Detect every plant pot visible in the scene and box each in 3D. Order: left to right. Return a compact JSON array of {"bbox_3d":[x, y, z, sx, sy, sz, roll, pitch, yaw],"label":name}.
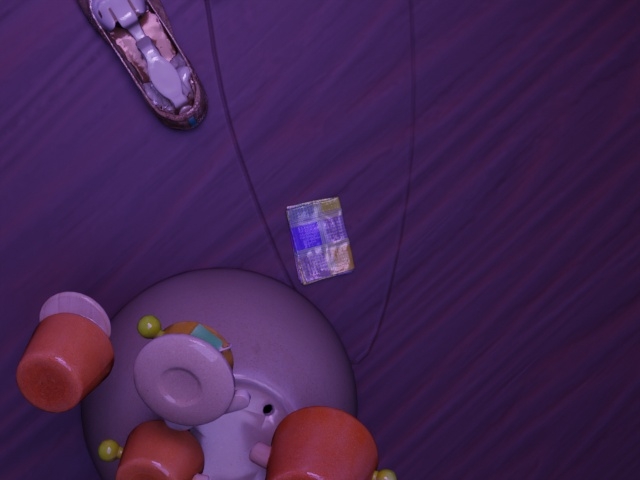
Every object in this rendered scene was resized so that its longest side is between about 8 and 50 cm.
[{"bbox_3d":[-0.092,0.175,1.315,0.284,0.191,0.284,0,94,-7],"label":"plant pot"}]

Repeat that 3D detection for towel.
[{"bbox_3d":[0.000,0.000,1.404,0.060,0.009,0.083,-12,96,-6],"label":"towel"}]

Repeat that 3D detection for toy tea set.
[{"bbox_3d":[-0.099,0.155,1.179,0.200,0.124,0.336,-36,103,26],"label":"toy tea set"}]

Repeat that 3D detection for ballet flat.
[{"bbox_3d":[-0.175,-0.201,1.335,0.073,0.067,0.206,-36,98,-2],"label":"ballet flat"}]
